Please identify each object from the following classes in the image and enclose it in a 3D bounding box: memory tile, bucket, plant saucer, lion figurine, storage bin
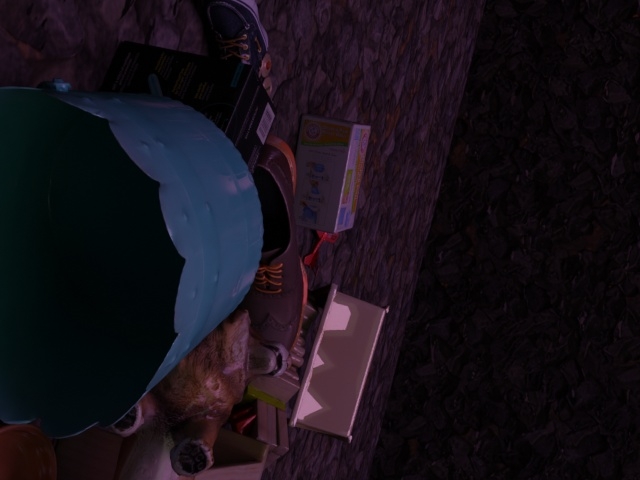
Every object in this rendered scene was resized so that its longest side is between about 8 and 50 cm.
[{"bbox_3d":[-0.106,-0.213,1.194,0.148,0.012,0.113,-51,149,-54],"label":"memory tile"},{"bbox_3d":[-0.193,0.001,0.673,0.183,0.281,0.281,-35,135,-66],"label":"bucket"},{"bbox_3d":[-0.340,0.275,0.785,0.200,0.037,0.200,14,90,-72],"label":"plant saucer"},{"bbox_3d":[-0.166,0.250,0.794,0.392,0.142,0.240,-64,-179,0],"label":"lion figurine"},{"bbox_3d":[0.004,0.236,1.530,0.260,0.123,0.262,151,-43,-72],"label":"storage bin"}]

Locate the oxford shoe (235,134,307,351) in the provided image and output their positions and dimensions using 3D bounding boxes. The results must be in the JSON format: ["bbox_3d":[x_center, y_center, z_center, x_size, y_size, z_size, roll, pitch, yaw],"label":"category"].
[{"bbox_3d":[-0.090,0.033,1.188,0.133,0.129,0.364,-89,174,-69],"label":"oxford shoe"}]

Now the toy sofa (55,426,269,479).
[{"bbox_3d":[-0.208,0.339,1.048,0.362,0.150,0.177,39,65,-70],"label":"toy sofa"}]

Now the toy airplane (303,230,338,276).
[{"bbox_3d":[0.000,0.000,1.644,0.151,0.028,0.151,13,90,-71],"label":"toy airplane"}]

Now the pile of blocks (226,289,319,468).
[{"bbox_3d":[-0.110,0.222,1.386,0.112,0.149,0.362,33,52,-26],"label":"pile of blocks"}]

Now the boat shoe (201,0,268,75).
[{"bbox_3d":[-0.111,-0.262,1.042,0.183,0.065,0.083,42,53,-72],"label":"boat shoe"}]

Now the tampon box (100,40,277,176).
[{"bbox_3d":[-0.150,-0.131,0.871,0.101,0.160,0.121,59,48,-66],"label":"tampon box"}]

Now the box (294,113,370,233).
[{"bbox_3d":[0.014,-0.126,1.474,0.114,0.103,0.203,-20,121,-69],"label":"box"}]
